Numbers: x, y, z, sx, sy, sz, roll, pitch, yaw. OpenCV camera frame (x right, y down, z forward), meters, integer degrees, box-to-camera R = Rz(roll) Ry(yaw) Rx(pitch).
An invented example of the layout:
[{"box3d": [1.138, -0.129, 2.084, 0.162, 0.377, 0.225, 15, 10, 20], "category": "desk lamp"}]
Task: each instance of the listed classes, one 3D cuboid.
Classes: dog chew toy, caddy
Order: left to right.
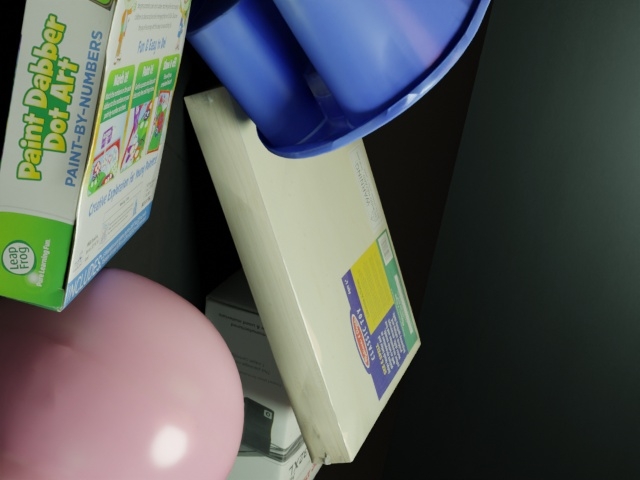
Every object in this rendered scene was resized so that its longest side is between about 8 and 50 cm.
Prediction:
[{"box3d": [-0.187, 0.182, 0.609, 0.206, 0.207, 0.331, 80, 31, -57], "category": "dog chew toy"}, {"box3d": [0.040, -0.223, 0.830, 0.179, 0.241, 0.341, 47, 54, -31], "category": "caddy"}]

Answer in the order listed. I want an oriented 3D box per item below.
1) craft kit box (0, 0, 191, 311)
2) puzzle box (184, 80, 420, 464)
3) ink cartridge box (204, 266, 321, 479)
[{"box3d": [-0.139, -0.108, 0.619, 0.250, 0.061, 0.246, -86, -167, -77], "category": "craft kit box"}, {"box3d": [0.000, 0.000, 1.020, 0.272, 0.052, 0.408, -45, 121, -60], "category": "puzzle box"}, {"box3d": [-0.054, 0.179, 1.182, 0.223, 0.129, 0.307, -44, 147, -60], "category": "ink cartridge box"}]
